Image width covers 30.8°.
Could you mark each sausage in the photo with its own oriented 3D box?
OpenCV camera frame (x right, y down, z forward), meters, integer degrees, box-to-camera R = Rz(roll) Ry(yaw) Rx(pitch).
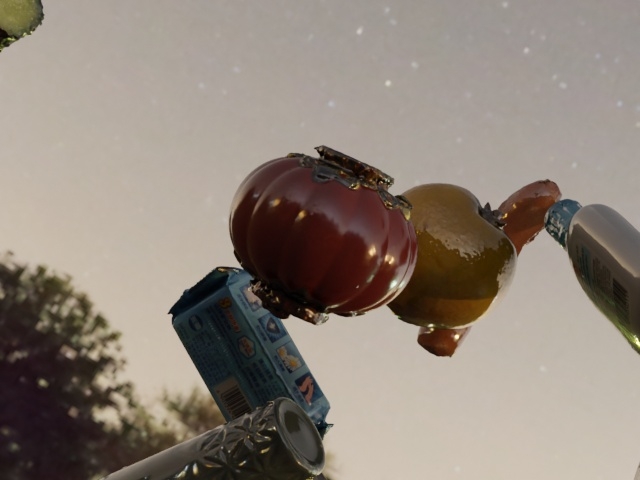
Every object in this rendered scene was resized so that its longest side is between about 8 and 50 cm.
[{"bbox_3d":[0.257,0.038,1.796,0.079,0.326,0.087,38,-5,-41],"label":"sausage"}]

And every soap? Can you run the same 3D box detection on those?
[{"bbox_3d":[-0.104,0.184,1.707,0.156,0.077,0.293,-31,-94,37],"label":"soap"}]

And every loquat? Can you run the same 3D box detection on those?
[{"bbox_3d":[0.170,0.025,1.610,0.208,0.208,0.208,27,-19,10],"label":"loquat"}]

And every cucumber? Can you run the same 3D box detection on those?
[{"bbox_3d":[-0.480,-0.234,1.442,0.359,0.096,0.096,-17,-47,41],"label":"cucumber"}]

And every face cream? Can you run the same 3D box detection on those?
[{"bbox_3d":[0.372,0.037,1.471,0.336,0.080,0.163,-116,-175,-64],"label":"face cream"}]

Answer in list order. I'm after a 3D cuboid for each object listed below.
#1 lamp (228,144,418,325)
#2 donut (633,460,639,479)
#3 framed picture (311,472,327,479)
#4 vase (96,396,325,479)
[{"bbox_3d":[0.000,0.000,1.350,0.227,0.227,0.227,27,-19,10],"label":"lamp"},{"bbox_3d":[0.342,0.148,0.909,0.160,0.330,0.330,19,-22,23],"label":"donut"},{"bbox_3d":[-0.074,0.378,2.020,0.136,0.010,0.201,10,13,-21],"label":"framed picture"},{"bbox_3d":[-0.139,0.298,1.414,0.156,0.301,0.251,54,19,-10],"label":"vase"}]
